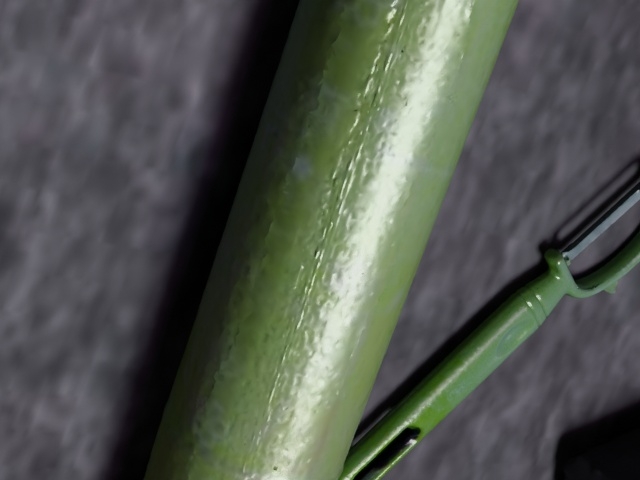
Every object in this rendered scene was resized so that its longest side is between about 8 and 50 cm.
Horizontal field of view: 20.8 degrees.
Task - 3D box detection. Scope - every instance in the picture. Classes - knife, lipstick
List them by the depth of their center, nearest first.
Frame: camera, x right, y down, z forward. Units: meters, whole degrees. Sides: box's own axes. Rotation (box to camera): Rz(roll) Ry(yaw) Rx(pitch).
[{"bbox_3d":[0.000,0.000,0.640,0.076,0.076,0.304,6,113,-39],"label":"lipstick"},{"bbox_3d":[0.082,0.046,0.771,0.212,0.015,0.054,-42,141,-10],"label":"knife"}]

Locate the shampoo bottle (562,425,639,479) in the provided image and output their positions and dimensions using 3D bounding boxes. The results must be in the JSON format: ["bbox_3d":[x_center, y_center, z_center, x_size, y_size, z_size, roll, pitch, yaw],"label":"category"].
[{"bbox_3d":[0.257,0.107,0.903,0.309,0.071,0.098,-19,123,-30],"label":"shampoo bottle"}]
